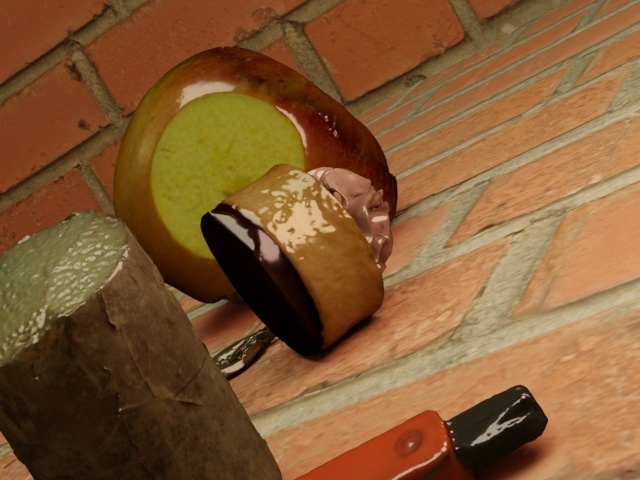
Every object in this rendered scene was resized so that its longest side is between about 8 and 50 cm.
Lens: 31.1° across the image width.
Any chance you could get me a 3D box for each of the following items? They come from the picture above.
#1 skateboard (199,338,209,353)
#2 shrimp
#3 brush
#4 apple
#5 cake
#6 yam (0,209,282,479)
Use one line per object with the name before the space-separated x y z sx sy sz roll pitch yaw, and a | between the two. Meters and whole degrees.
skateboard | -0.185 0.152 1.396 0.080 0.067 0.151 -28 1 -44
shrimp | -0.086 0.129 1.302 0.108 0.023 0.059 -32 19 -4
brush | -0.004 0.181 0.725 0.323 0.051 0.070 -27 17 7
apple | -0.101 -0.069 1.567 0.374 0.374 0.384 -35 49 -18
cake | 0.000 0.000 1.178 0.178 0.185 0.207 -38 -11 -12
yam | -0.147 0.126 0.849 0.161 0.268 0.161 -25 20 10
